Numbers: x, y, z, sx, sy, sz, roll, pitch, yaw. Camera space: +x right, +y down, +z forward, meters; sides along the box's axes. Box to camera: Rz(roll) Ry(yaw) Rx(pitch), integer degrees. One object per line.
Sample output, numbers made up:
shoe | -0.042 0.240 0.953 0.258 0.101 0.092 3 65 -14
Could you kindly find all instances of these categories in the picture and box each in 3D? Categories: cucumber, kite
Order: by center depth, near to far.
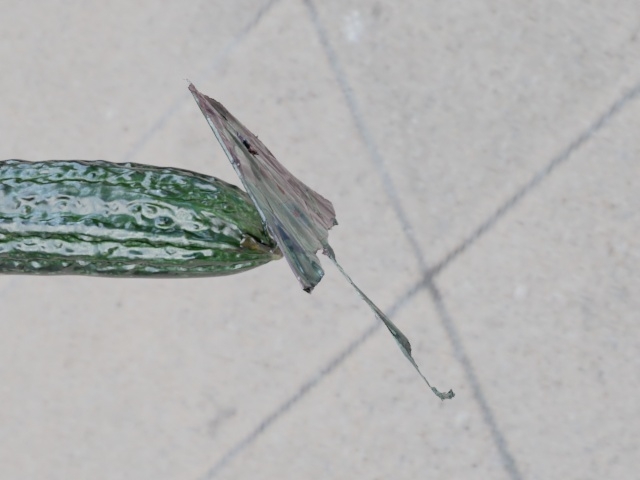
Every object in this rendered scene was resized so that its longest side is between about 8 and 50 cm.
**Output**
kite | 0.000 0.000 0.611 0.011 0.157 0.139 -37 5 13
cucumber | -0.153 -0.016 1.024 0.265 0.077 0.077 -1 71 6
